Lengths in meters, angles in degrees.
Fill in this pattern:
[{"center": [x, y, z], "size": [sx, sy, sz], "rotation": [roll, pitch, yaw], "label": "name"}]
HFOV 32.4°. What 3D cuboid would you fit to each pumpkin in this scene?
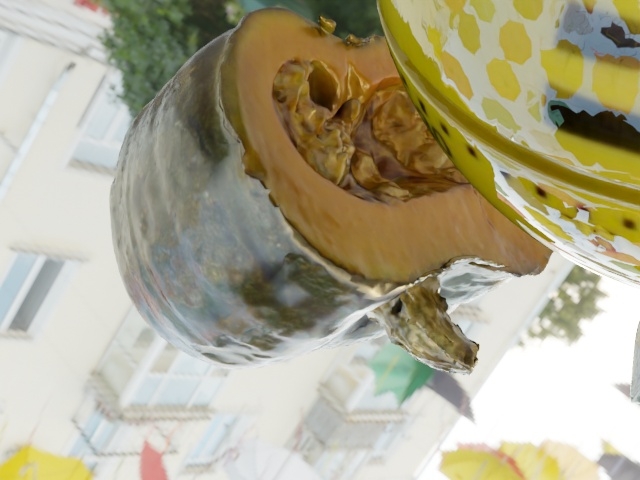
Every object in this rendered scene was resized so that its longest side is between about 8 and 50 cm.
[{"center": [0.000, 0.000, 0.713], "size": [0.325, 0.232, 0.242], "rotation": [-5, -115, -49], "label": "pumpkin"}]

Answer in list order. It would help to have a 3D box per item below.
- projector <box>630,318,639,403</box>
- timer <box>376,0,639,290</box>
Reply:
[{"center": [0.332, 0.108, 1.002], "size": [0.082, 0.083, 0.083], "rotation": [8, 156, 8], "label": "projector"}, {"center": [0.180, -0.162, 0.425], "size": [0.376, 0.376, 0.387], "rotation": [43, 159, 35], "label": "timer"}]
